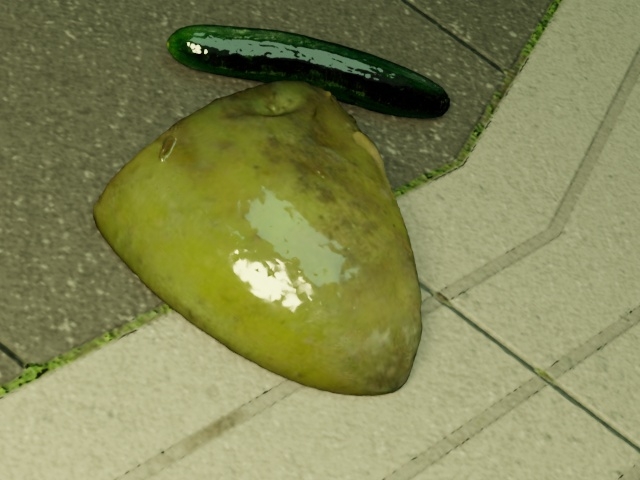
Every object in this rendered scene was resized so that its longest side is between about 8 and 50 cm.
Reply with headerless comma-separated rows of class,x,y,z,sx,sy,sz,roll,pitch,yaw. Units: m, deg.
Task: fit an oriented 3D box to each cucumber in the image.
cucumber,-0.005,-0.158,1.535,0.284,0.056,0.056,11,44,-18

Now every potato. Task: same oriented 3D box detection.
potato,0.000,0.000,1.341,0.269,0.112,0.255,-22,62,-38
